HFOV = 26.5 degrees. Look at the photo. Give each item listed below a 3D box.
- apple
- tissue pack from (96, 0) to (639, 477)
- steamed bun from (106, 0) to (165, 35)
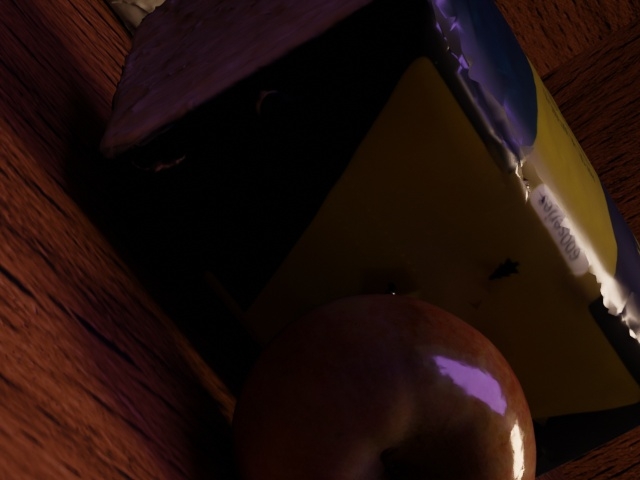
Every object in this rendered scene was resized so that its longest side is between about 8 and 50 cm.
[{"bbox_3d":[0.037,0.125,0.850,0.188,0.188,0.174,57,-1,-15],"label":"apple"},{"bbox_3d":[0.066,-0.022,1.017,0.416,0.264,0.253,53,18,-29],"label":"tissue pack"},{"bbox_3d":[-0.152,-0.356,1.423,0.324,0.206,0.324,58,9,-14],"label":"steamed bun"}]
